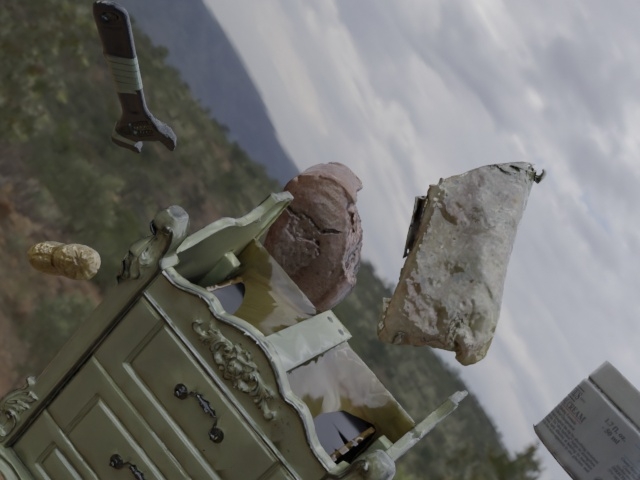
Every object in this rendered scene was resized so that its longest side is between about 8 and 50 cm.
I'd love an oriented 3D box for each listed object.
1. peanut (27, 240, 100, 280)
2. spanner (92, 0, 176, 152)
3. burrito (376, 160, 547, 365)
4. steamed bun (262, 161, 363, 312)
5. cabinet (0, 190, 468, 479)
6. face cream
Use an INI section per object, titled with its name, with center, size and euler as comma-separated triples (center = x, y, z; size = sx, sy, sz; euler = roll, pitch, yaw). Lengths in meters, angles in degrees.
[peanut]
center = -0.343, 0.026, 1.444
size = 0.054, 0.113, 0.054
euler = -21, 114, -60
[spanner]
center = -0.231, -0.191, 1.331
size = 0.316, 0.087, 0.024
euler = 94, 9, -64
[burrito]
center = 0.197, 0.007, 1.506
size = 0.175, 0.348, 0.107
euler = 30, -23, -17
[steamed bun]
center = 0.000, 0.000, 1.226
size = 0.145, 0.106, 0.175
euler = -28, 133, -76
[cabinet]
center = -0.090, 0.164, 0.988
size = 0.290, 0.318, 0.227
euler = 49, 26, 12
[face cream]
center = 0.416, 0.285, 1.551
size = 0.177, 0.153, 0.177
euler = 47, 4, -4
